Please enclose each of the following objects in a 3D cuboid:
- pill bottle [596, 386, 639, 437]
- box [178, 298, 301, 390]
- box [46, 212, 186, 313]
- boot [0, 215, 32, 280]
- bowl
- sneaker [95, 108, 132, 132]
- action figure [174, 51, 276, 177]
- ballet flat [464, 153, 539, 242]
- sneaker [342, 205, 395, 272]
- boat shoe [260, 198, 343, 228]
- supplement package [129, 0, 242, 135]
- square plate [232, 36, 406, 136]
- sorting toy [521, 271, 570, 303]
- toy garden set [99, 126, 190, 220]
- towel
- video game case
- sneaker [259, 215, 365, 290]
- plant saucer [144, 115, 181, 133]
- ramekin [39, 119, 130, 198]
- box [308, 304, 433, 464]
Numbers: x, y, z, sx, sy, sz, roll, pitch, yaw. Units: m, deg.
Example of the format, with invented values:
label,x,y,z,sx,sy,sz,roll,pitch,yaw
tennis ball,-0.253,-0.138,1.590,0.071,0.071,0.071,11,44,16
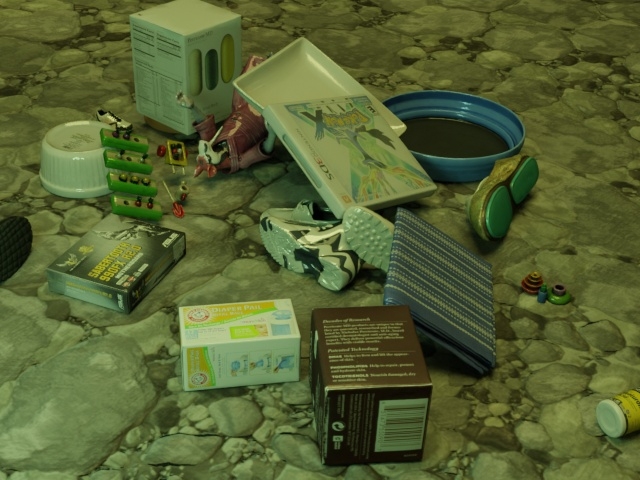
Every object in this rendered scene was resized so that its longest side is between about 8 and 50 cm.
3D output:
label,x,y,z,sx,sy,sz,roll,pitch,yaw
pill bottle,0.524,0.282,1.566,0.116,0.065,0.065,-13,37,-24
box,-0.143,0.180,1.634,0.203,0.103,0.114,-4,34,-11
box,-0.401,0.040,1.872,0.183,0.056,0.231,15,35,17
boot,-0.738,0.032,1.814,0.222,0.118,0.338,11,29,21
bowl,0.318,-0.266,2.376,0.391,0.077,0.391,2,34,-1
sneaker,-0.530,-0.305,2.400,0.109,0.044,0.040,15,33,15
action figure,-0.191,-0.270,2.263,0.248,0.276,0.370,31,65,16
ballet flat,0.386,-0.092,2.100,0.123,0.123,0.348,18,37,22
sneaker,0.143,0.008,1.885,0.235,0.090,0.095,39,30,-8
boat shoe,-0.018,-0.050,2.015,0.227,0.081,0.079,10,34,10
supplement package,-0.332,-0.440,2.352,0.198,0.263,0.199,26,40,32
square plate,0.002,-0.300,2.178,0.347,0.049,0.344,41,39,2
sorting toy,0.450,0.092,1.871,0.102,0.042,0.061,17,36,20
toy garden set,-0.373,-0.152,2.086,0.204,0.049,0.244,9,46,-33
towel,0.226,0.087,1.769,0.243,0.040,0.336,33,31,-11
video game case,0.070,-0.195,2.058,0.329,0.036,0.300,-15,63,-46
sneaker,0.000,0.000,1.931,0.235,0.094,0.153,25,38,30
plant saucer,-0.365,-0.342,2.474,0.200,0.037,0.200,2,34,-2
ramekin,-0.547,-0.194,2.170,0.207,0.109,0.207,2,33,-2
box,0.074,0.230,1.515,0.167,0.168,0.203,-2,33,-6
